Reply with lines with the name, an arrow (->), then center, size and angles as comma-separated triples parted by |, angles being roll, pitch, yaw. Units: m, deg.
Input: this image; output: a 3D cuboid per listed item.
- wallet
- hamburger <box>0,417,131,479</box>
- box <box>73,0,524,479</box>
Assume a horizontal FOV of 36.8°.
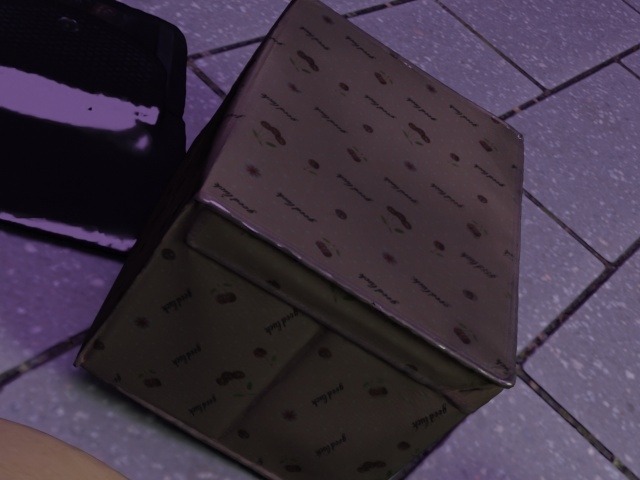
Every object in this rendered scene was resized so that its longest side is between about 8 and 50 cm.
wallet -> -0.228, -0.126, 0.823 | 0.247, 0.041, 0.323 | 15, 46, -18
hamburger -> -0.153, 0.196, 0.320 | 0.302, 0.302, 0.170 | 27, 21, -6
box -> 0.000, 0.000, 0.701 | 0.225, 0.190, 0.297 | 32, 36, -11
